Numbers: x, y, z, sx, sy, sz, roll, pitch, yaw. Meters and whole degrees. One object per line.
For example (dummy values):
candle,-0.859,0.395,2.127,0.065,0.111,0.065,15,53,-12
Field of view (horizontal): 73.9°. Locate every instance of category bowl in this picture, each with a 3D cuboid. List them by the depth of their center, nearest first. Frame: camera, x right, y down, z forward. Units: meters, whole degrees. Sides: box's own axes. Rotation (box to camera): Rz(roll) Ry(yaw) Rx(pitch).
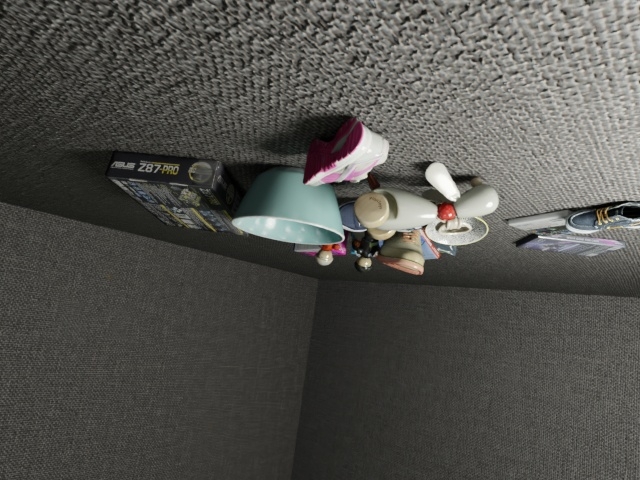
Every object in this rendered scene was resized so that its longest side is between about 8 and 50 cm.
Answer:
bowl,-0.080,-0.099,1.180,0.312,0.163,0.311,7,170,1
bowl,0.387,-0.061,1.217,0.170,0.080,0.170,6,153,3

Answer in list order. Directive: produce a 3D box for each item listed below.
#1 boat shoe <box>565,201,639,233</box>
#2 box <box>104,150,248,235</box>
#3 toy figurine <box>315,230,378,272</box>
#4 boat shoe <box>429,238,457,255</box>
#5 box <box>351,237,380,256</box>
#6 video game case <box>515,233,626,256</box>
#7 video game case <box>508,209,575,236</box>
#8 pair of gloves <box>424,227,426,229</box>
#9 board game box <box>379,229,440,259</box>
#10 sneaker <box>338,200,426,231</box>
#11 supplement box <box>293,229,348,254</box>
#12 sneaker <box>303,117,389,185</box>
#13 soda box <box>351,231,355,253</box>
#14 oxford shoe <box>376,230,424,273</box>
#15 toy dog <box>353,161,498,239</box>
boat shoe,0.721,-0.062,1.069,0.184,0.065,0.083,-5,163,27
box,-0.415,-0.132,1.332,0.319,0.097,0.395,8,162,9
toy figurine,0.083,0.000,1.429,0.213,0.148,0.209,8,-156,-7
boat shoe,0.416,0.023,1.701,0.255,0.078,0.095,3,170,26
box,0.173,0.026,1.594,0.094,0.027,0.137,-1,156,15
video game case,0.856,0.015,1.477,0.275,0.026,0.196,8,170,5
video game case,0.695,-0.049,1.263,0.173,0.022,0.190,13,167,-26
pair of gloves,0.443,-0.046,1.463,0.160,0.023,0.198,6,170,7
board game box,0.327,0.018,1.671,0.145,0.027,0.281,50,154,-16
sneaker,0.190,-0.077,1.266,0.283,0.099,0.153,3,176,-13
supplement box,0.000,0.000,1.805,0.111,0.113,0.220,18,164,-39
sneaker,0.048,-0.164,0.900,0.111,0.102,0.252,16,168,-29
soda box,0.157,-0.012,1.635,0.071,0.067,0.210,6,159,6
oxford shoe,0.267,0.015,1.397,0.141,0.146,0.397,20,-174,-4
toy dog,0.237,-0.110,1.045,0.334,0.160,0.220,-4,163,-8
